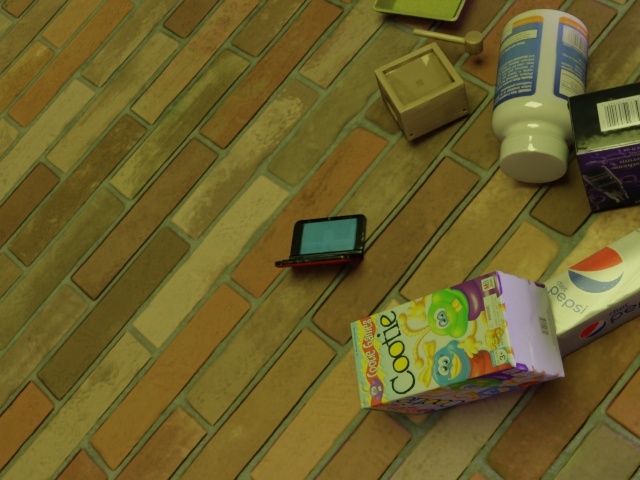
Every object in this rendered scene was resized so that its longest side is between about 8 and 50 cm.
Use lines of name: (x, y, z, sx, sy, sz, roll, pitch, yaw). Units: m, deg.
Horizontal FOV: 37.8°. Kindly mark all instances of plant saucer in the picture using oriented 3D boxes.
plant saucer: (0.223, -0.510, 1.856, 0.188, 0.045, 0.188, 16, 72, 30)

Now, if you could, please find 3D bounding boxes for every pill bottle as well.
pill bottle: (0.372, -0.242, 1.592, 0.152, 0.152, 0.272, 1, 66, 24)

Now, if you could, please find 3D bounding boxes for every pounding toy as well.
pounding toy: (0.214, -0.307, 1.736, 0.206, 0.094, 0.181, -25, 52, -1)

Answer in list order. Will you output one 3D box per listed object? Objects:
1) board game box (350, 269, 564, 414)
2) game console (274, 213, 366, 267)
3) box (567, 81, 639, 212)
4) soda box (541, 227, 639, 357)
board game box: (0.199, 0.162, 1.404, 0.275, 0.142, 0.144, -24, 63, 38)
game console: (0.000, 0.000, 1.675, 0.144, 0.124, 0.085, -6, 89, 21)
box: (0.481, -0.145, 1.461, 0.153, 0.207, 0.108, -11, 61, 20)
soda box: (0.441, 0.076, 1.434, 0.286, 0.098, 0.091, -31, 57, 7)
